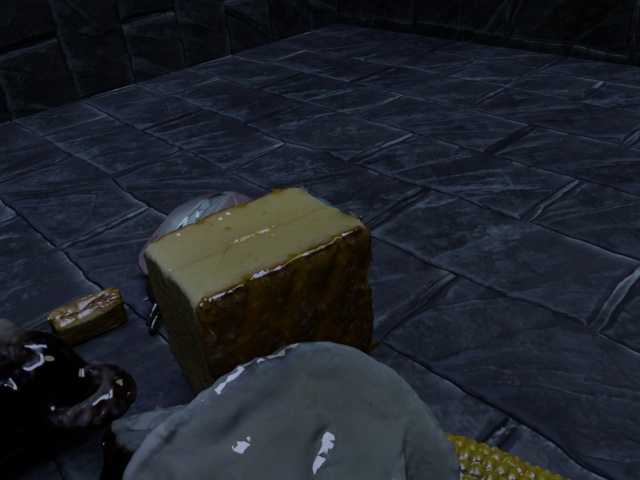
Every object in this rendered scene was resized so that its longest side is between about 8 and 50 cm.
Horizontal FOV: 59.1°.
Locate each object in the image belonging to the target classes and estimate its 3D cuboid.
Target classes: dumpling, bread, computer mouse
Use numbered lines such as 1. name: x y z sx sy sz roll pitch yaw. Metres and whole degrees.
1. dumpling: -0.018 0.189 0.463 0.175 0.226 0.243 11 10 40
2. bread: -0.415 0.137 1.011 0.132 0.074 0.053 -26 49 -27
3. bread: -0.082 0.097 0.850 0.279 0.279 0.207 -28 41 -27
4. computer mouse: -0.257 -0.012 1.185 0.200 0.114 0.389 9 35 26

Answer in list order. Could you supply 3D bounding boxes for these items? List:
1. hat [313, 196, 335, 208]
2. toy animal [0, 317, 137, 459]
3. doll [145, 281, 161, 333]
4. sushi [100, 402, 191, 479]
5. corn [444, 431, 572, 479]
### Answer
1. hat: 0.000 0.000 1.170 0.138 0.078 0.190 -17 53 -3
2. toy animal: -0.430 0.255 0.722 0.303 0.194 0.344 7 40 28
3. doll: -0.256 0.080 1.040 0.139 0.057 0.165 -10 59 -7
4. sushi: -0.073 0.277 0.641 0.349 0.207 0.234 -1 -4 -14
5. corn: 0.249 0.308 0.548 0.387 0.143 0.144 21 39 14
